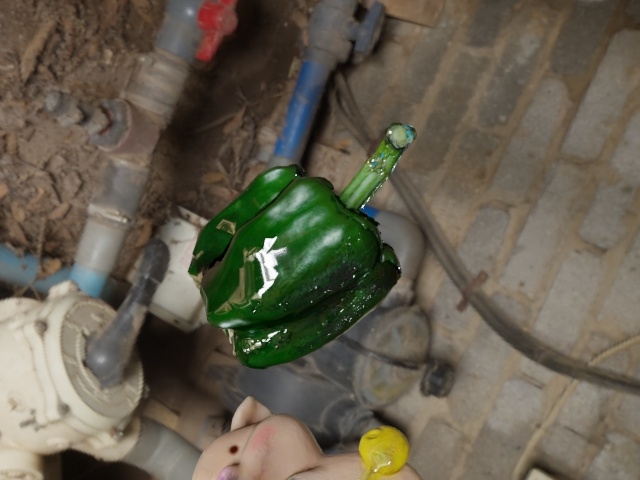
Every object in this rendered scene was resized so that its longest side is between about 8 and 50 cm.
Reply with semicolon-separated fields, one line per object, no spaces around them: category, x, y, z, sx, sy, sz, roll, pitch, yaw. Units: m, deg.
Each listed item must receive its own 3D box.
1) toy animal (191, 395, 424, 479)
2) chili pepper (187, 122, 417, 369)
toy animal;0.001;0.243;0.726;0.149;0.248;0.165;69;40;-56
chili pepper;0.000;0.000;0.768;0.261;0.174;0.165;-37;107;-7
